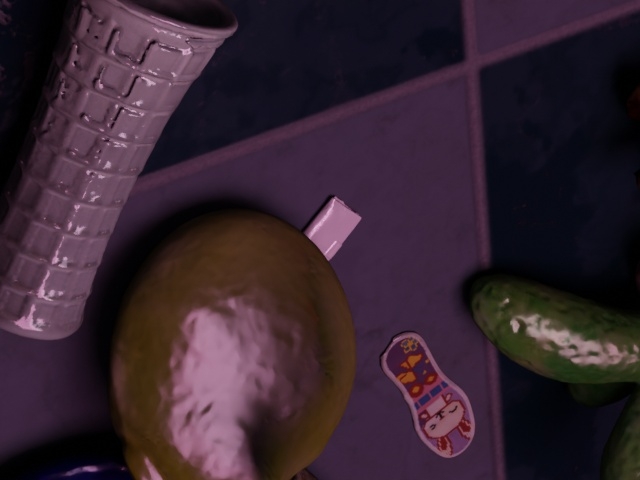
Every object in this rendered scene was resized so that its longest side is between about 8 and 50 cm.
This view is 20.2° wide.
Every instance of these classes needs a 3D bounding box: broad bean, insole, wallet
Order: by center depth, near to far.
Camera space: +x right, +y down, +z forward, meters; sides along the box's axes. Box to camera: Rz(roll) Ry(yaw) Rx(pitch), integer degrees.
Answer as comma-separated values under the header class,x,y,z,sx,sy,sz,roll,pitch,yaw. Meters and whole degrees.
class,x,y,z,sx,sy,sz,roll,pitch,yaw
broad bean,-0.078,0.117,1.587,0.238,0.119,0.291,5,95,-28
wallet,0.000,0.000,1.661,0.044,0.011,0.083,34,98,-40
insole,0.113,0.159,1.833,0.065,0.004,0.197,-36,131,-6

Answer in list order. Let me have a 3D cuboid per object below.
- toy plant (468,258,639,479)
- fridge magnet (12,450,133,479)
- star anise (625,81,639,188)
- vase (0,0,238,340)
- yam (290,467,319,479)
class,x,y,z,sx,sy,sz,roll,pitch,yaw
toy plant,0.363,0.087,1.824,0.356,0.210,0.317,-33,97,-4
fridge magnet,-0.215,0.317,1.644,0.265,0.112,0.266,-6,105,-24
star anise,0.391,-0.102,1.747,0.220,0.126,0.190,6,76,-22
vase,-0.190,-0.070,1.427,0.143,0.143,0.299,12,114,-36
yam,-0.003,0.298,1.795,0.093,0.093,0.259,-42,131,-2
